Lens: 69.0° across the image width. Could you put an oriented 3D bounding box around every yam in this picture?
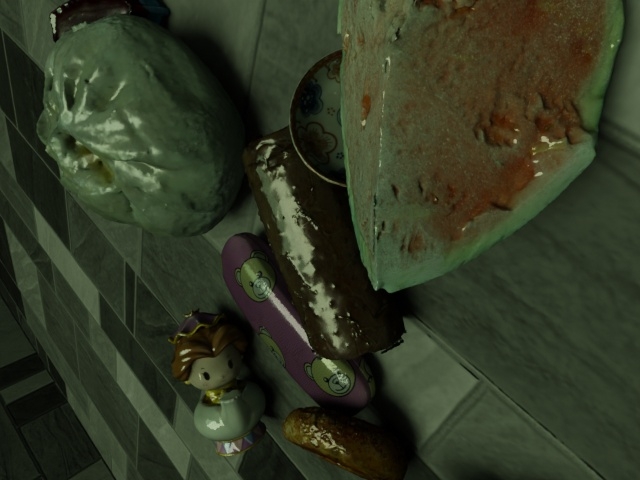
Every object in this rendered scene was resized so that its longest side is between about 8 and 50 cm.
[{"bbox_3d":[0.000,0.000,0.556,0.131,0.131,0.279,-16,96,48],"label":"yam"}]

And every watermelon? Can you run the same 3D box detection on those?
[{"bbox_3d":[0.088,-0.121,0.354,0.224,0.180,0.305,14,110,34],"label":"watermelon"}]

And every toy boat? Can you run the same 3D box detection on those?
[{"bbox_3d":[-0.335,-0.350,0.754,0.223,0.097,0.100,3,108,28],"label":"toy boat"}]

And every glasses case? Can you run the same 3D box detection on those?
[{"bbox_3d":[-0.043,0.122,0.690,0.316,0.076,0.123,48,139,15],"label":"glasses case"}]

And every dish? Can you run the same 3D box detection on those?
[{"bbox_3d":[0.044,-0.122,0.493,0.141,0.078,0.141,0,91,10],"label":"dish"}]

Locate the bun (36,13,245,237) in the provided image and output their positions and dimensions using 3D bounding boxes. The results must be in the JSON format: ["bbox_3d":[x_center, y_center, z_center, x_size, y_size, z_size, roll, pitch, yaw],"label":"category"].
[{"bbox_3d":[-0.279,-0.142,0.687,0.355,0.194,0.354,22,133,25],"label":"bun"}]

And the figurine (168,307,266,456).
[{"bbox_3d":[-0.190,0.252,0.861,0.189,0.142,0.263,-4,107,61],"label":"figurine"}]

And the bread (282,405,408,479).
[{"bbox_3d":[0.035,0.286,0.654,0.193,0.063,0.193,19,152,11],"label":"bread"}]
